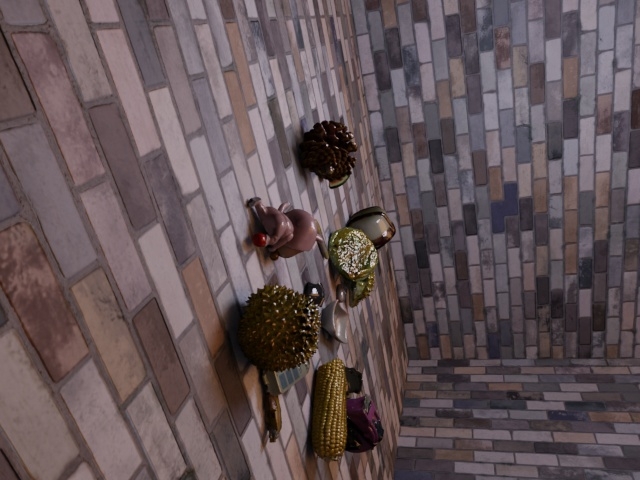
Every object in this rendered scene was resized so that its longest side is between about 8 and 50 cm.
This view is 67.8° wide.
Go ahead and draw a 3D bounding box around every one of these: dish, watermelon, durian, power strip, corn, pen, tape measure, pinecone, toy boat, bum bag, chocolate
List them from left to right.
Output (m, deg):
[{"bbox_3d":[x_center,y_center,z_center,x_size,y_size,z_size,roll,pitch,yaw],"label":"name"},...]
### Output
[{"bbox_3d":[-0.150,0.542,1.465,0.049,0.047,0.149,16,64,-57],"label":"toy boat"},{"bbox_3d":[-0.107,0.260,1.380,0.293,0.258,0.258,66,25,-59],"label":"durian"},{"bbox_3d":[-0.115,0.419,1.564,0.117,0.046,0.270,69,16,7],"label":"power strip"},{"bbox_3d":[0.000,0.000,2.110,0.040,0.032,0.233,-50,137,-34],"label":"pen"},{"bbox_3d":[0.037,-0.384,2.003,0.264,0.264,0.264,-5,90,-72],"label":"pinecone"},{"bbox_3d":[0.035,0.659,1.871,0.144,0.144,0.387,58,27,-55],"label":"corn"},{"bbox_3d":[0.065,0.367,2.133,0.212,0.077,0.151,56,35,-57],"label":"dish"},{"bbox_3d":[0.079,-0.318,2.413,0.094,0.125,0.135,48,-3,-13],"label":"watermelon"},{"bbox_3d":[0.138,0.677,2.288,0.326,0.080,0.142,42,39,-61],"label":"bum bag"},{"bbox_3d":[0.135,0.770,2.000,0.245,0.232,0.149,61,27,-16],"label":"tape measure"},{"bbox_3d":[0.200,0.198,2.449,0.172,0.167,0.306,77,14,-88],"label":"durian"},{"bbox_3d":[0.263,-0.074,2.643,0.186,0.284,0.283,55,28,-18],"label":"chocolate"}]

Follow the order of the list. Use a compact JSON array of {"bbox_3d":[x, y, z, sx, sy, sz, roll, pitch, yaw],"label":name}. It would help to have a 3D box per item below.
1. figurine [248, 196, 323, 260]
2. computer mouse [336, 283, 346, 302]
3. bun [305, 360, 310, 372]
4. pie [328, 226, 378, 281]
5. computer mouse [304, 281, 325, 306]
[{"bbox_3d":[-0.131,-0.031,1.571,0.287,0.176,0.186,15,112,-55],"label":"figurine"},{"bbox_3d":[0.105,0.261,2.347,0.066,0.039,0.096,62,28,-51],"label":"computer mouse"},{"bbox_3d":[-0.062,0.456,1.762,0.083,0.045,0.083,-5,90,-77],"label":"bun"},{"bbox_3d":[0.161,0.063,2.305,0.277,0.079,0.276,10,71,-31],"label":"pie"},{"bbox_3d":[-0.013,0.223,1.956,0.192,0.062,0.105,23,64,-69],"label":"computer mouse"}]
